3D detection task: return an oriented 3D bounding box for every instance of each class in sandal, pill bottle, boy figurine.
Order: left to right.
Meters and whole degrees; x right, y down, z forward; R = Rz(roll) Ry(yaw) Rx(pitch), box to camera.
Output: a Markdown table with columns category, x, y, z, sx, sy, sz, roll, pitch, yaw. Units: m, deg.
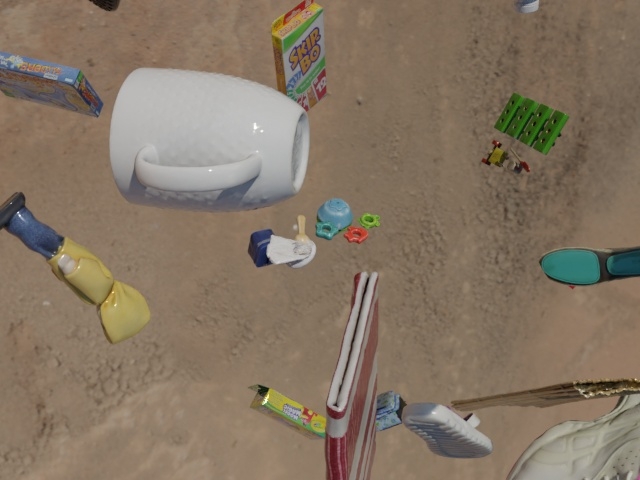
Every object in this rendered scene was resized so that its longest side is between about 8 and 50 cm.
| category | x | y | z | sx | sy | sz | roll | pitch | yaw |
| --- | --- | --- | --- | --- | --- | --- | --- | --- | --- |
| boy figurine | -0.387 | 0.047 | 1.089 | 0.092 | 0.177 | 0.285 | -49 | 116 | -18 |
| sandal | 0.331 | 0.462 | 1.762 | 0.416 | 0.170 | 0.102 | 50 | 42 | -52 |
| pill bottle | 0.388 | -0.492 | 1.318 | 0.065 | 0.065 | 0.116 | -35 | 133 | -29 |

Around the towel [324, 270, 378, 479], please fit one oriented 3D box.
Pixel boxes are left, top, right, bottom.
| category | x | y | z | sx | sy | sz | roll | pitch | yaw |
| --- | --- | --- | --- | --- | --- | --- | --- | --- | --- |
| towel | 0.035 | 0.230 | 0.827 | 0.237 | 0.037 | 0.328 | -71 | 162 | -55 |

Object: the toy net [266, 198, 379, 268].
| category | x | y | z | sx | sy | sz | roll | pitch | yaw |
| --- | --- | --- | --- | --- | --- | --- | --- | --- | --- |
| toy net | 0.000 | 0.000 | 1.230 | 0.232 | 0.122 | 0.045 | -38 | 152 | -40 |

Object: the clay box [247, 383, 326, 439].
| category | x | y | z | sx | sy | sz | roll | pitch | yaw |
| --- | --- | --- | --- | --- | --- | --- | --- | --- | --- |
| clay box | -0.090 | 0.445 | 1.818 | 0.222 | 0.127 | 0.053 | 29 | 66 | -9 |

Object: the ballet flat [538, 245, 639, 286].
| category | x | y | z | sx | sy | sz | roll | pitch | yaw |
| --- | --- | --- | --- | --- | --- | --- | --- | --- | --- |
| ballet flat | 0.395 | 0.036 | 0.988 | 0.052 | 0.168 | 0.057 | 6 | 83 | -71 |

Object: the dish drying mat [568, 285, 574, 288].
| category | x | y | z | sx | sy | sz | roll | pitch | yaw |
| --- | --- | --- | --- | --- | --- | --- | --- | --- | --- |
| dish drying mat | 0.622 | 0.086 | 1.794 | 0.008 | 0.083 | 0.032 | -24 | 153 | -55 |

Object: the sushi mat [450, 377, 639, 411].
| category | x | y | z | sx | sy | sz | roll | pitch | yaw |
| --- | --- | --- | --- | --- | --- | --- | --- | --- | --- |
| sushi mat | 0.286 | 0.188 | 0.848 | 0.152 | 0.316 | 0.019 | 0 | 74 | -13 |

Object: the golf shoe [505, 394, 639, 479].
| category | x | y | z | sx | sy | sz | roll | pitch | yaw |
| --- | --- | --- | --- | --- | --- | --- | --- | --- | --- |
| golf shoe | 0.338 | 0.267 | 0.815 | 0.306 | 0.140 | 0.115 | -42 | 97 | 15 |

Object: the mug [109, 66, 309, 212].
| category | x | y | z | sx | sy | sz | roll | pitch | yaw |
| --- | --- | --- | --- | --- | --- | --- | --- | --- | --- |
| mug | -0.207 | -0.169 | 1.328 | 0.374 | 0.328 | 0.276 | -63 | 158 | -65 |

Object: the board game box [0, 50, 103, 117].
| category | x | y | z | sx | sy | sz | roll | pitch | yaw |
| --- | --- | --- | --- | --- | --- | --- | --- | --- | --- |
| board game box | -0.535 | -0.301 | 1.344 | 0.136 | 0.201 | 0.035 | 82 | 23 | -73 |

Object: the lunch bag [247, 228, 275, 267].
| category | x | y | z | sx | sy | sz | roll | pitch | yaw |
| --- | --- | --- | --- | --- | --- | --- | --- | --- | --- |
| lunch bag | -0.146 | 0.026 | 1.832 | 0.067 | 0.065 | 0.098 | -15 | 142 | -26 |

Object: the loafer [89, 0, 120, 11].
| category | x | y | z | sx | sy | sz | roll | pitch | yaw |
| --- | --- | --- | --- | --- | --- | --- | --- | --- | --- |
| loafer | -0.404 | -0.585 | 1.316 | 0.134 | 0.366 | 0.130 | 32 | 69 | -9 |

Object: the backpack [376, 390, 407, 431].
| category | x | y | z | sx | sy | sz | roll | pitch | yaw |
| --- | --- | --- | --- | --- | --- | --- | --- | --- | --- |
| backpack | 0.193 | 0.511 | 2.110 | 0.114 | 0.105 | 0.084 | -30 | 102 | 16 |

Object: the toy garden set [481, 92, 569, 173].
| category | x | y | z | sx | sy | sz | roll | pitch | yaw |
| --- | --- | --- | --- | --- | --- | --- | --- | --- | --- |
| toy garden set | 0.530 | -0.259 | 1.828 | 0.049 | 0.244 | 0.203 | 21 | 106 | -24 |

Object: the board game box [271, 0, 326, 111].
| category | x | y | z | sx | sy | sz | roll | pitch | yaw |
| --- | --- | --- | --- | --- | --- | --- | --- | --- | --- |
| board game box | -0.041 | -0.368 | 1.449 | 0.124 | 0.039 | 0.259 | -44 | 152 | -24 |
